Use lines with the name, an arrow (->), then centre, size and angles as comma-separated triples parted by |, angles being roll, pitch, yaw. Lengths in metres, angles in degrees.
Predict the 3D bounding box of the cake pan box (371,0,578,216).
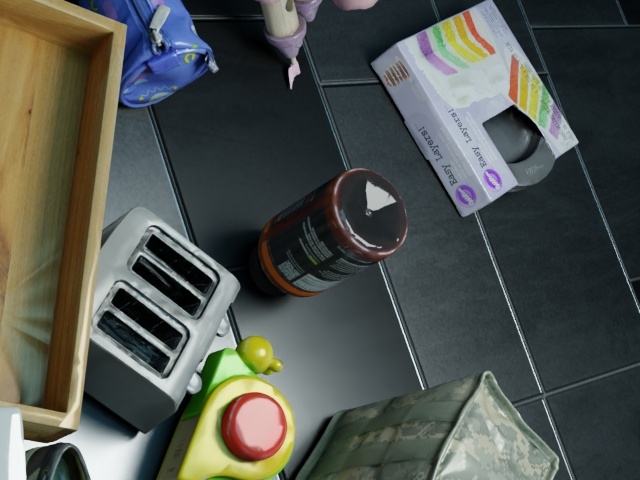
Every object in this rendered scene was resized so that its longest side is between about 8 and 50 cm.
cake pan box -> 0.225, -0.189, 1.667 | 0.245, 0.070, 0.267 | -30, 89, -40

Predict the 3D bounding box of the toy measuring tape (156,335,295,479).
toy measuring tape -> -0.104, 0.251, 1.186 | 0.121, 0.121, 0.330 | 31, 63, -23

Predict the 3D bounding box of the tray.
tray -> -0.300, -0.041, 1.050 | 0.203, 0.076, 0.411 | 18, 62, -31

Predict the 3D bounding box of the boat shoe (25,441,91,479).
boat shoe -> -0.238, 0.295, 1.077 | 0.080, 0.073, 0.224 | 3, 68, -37

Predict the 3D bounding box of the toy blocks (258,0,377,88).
toy blocks -> -0.047, -0.386, 1.485 | 0.260, 0.309, 0.289 | 74, 26, -53

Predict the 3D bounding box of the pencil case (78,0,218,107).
pencil case -> -0.230, -0.303, 1.328 | 0.119, 0.133, 0.306 | -23, 83, -15

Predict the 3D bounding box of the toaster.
toaster -> -0.191, 0.074, 1.194 | 0.185, 0.110, 0.168 | 39, 50, -16

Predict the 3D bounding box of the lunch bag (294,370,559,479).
lunch bag -> 0.072, 0.296, 1.207 | 0.169, 0.235, 0.287 | 50, 48, -15

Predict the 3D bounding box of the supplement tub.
supplement tub -> 0.000, 0.000, 1.315 | 0.106, 0.198, 0.106 | 16, 62, -32

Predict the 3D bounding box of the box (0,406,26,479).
box -> -0.420, 0.228, 0.874 | 0.345, 0.215, 0.168 | 6, 67, -35
